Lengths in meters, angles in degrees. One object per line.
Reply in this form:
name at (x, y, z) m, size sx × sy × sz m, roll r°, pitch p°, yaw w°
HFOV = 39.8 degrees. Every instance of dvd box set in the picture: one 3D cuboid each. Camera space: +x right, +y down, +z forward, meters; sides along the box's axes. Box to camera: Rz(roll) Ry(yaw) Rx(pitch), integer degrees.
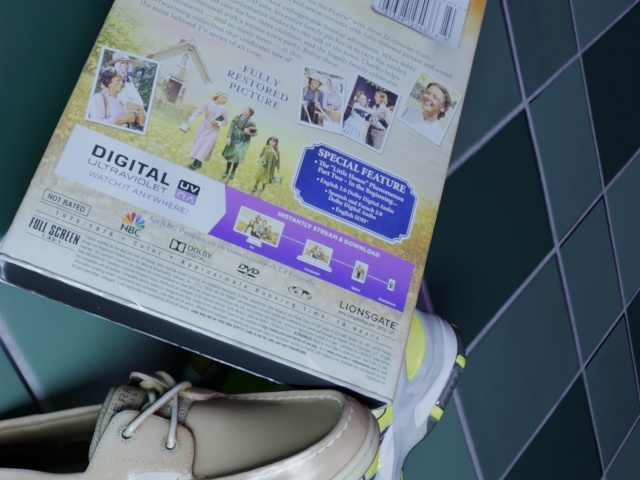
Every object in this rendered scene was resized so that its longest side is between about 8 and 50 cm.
dvd box set at (-0.038, -0.107, 0.729) m, size 0.307 × 0.062 × 0.420 m, roll 22°, pitch 65°, yaw -14°

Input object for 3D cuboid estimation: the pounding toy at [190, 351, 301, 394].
pounding toy at (-0.086, 0.129, 0.820) m, size 0.110 × 0.237 × 0.183 m, roll 27°, pitch 40°, yaw -4°

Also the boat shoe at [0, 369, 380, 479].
boat shoe at (-0.127, 0.161, 0.654) m, size 0.122 × 0.341 × 0.110 m, roll -78°, pitch 149°, yaw -65°

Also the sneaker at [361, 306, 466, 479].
sneaker at (0.012, 0.236, 0.971) m, size 0.147 × 0.145 × 0.385 m, roll 31°, pitch 73°, yaw -13°
